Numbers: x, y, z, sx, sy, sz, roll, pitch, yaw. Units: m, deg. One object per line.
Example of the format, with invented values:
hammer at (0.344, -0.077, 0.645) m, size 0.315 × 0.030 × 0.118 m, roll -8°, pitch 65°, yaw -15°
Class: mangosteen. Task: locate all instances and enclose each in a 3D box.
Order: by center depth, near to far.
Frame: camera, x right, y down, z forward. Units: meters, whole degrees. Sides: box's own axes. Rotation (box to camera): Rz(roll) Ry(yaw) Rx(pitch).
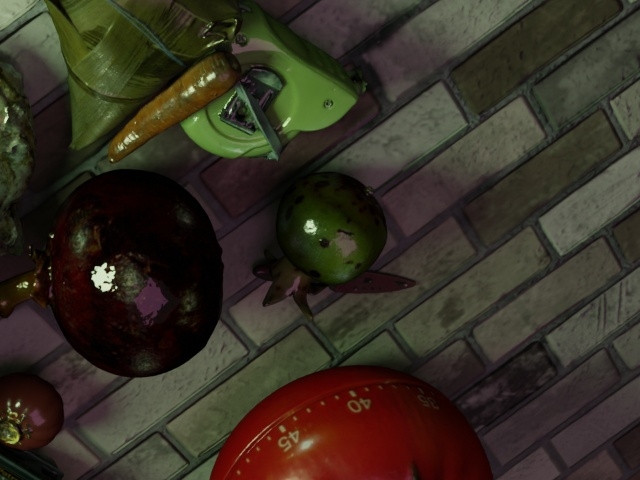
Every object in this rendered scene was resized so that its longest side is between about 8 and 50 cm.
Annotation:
mangosteen at (-0.238, 0.036, 1.883) m, size 0.261 × 0.235 × 0.235 m, roll -8°, pitch 128°, yaw -11°

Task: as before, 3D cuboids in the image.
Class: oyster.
oyster at (-0.386, -0.083, 1.806) m, size 0.198 × 0.112 × 0.267 m, roll -22°, pitch 127°, yaw -40°

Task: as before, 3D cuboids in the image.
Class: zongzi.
zongzi at (-0.254, -0.226, 1.763) m, size 0.251 × 0.125 × 0.274 m, roll 33°, pitch 124°, yaw -32°

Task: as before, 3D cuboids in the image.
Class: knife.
knife at (0.020, 0.051, 2.175) m, size 0.247 × 0.018 × 0.035 m, roll 7°, pitch 118°, yaw -33°

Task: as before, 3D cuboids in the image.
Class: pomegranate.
pomegranate at (0.007, 0.000, 2.050) m, size 0.148 × 0.148 × 0.169 m, roll -1°, pitch 135°, yaw -28°

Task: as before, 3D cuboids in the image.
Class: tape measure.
tape measure at (-0.076, -0.170, 1.890) m, size 0.175 × 0.106 × 0.200 m, roll -45°, pitch 127°, yaw 16°

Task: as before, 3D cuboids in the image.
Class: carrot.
carrot at (-0.161, -0.141, 1.829) m, size 0.191 × 0.047 × 0.047 m, roll -32°, pitch 137°, yaw 27°

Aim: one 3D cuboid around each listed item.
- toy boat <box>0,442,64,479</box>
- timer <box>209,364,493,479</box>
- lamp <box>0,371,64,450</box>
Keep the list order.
toy boat at (-0.381, 0.311, 2.086) m, size 0.114 × 0.122 × 0.296 m, roll -34°, pitch 126°, yaw 30°
timer at (0.036, 0.340, 2.231) m, size 0.378 × 0.279 × 0.378 m, roll -13°, pitch 127°, yaw -17°
lamp at (-0.353, 0.202, 2.043) m, size 0.101 × 0.090 × 0.101 m, roll 8°, pitch 124°, yaw 13°
